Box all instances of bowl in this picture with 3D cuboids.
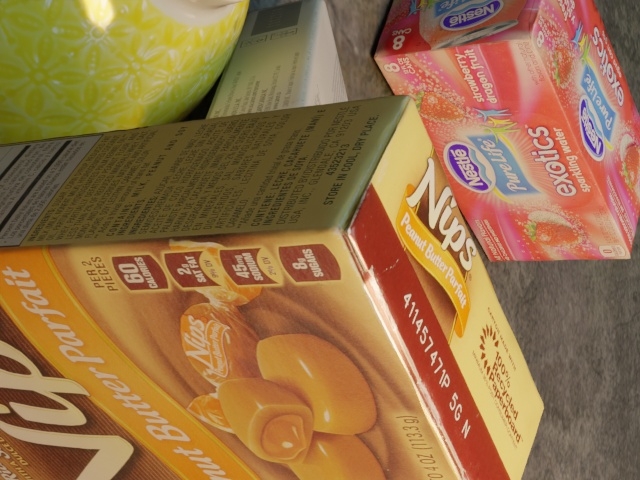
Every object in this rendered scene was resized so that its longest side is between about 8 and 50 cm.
[{"bbox_3d":[-0.115,-0.178,0.710,0.289,0.156,0.289,10,78,-58],"label":"bowl"}]

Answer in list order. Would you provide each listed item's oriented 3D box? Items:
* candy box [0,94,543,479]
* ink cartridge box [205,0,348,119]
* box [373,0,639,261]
[{"bbox_3d":[-0.079,0.044,0.594,0.183,0.316,0.087,63,37,-33],"label":"candy box"},{"bbox_3d":[0.000,0.000,0.853,0.296,0.066,0.261,-84,161,-67],"label":"ink cartridge box"},{"bbox_3d":[0.187,-0.122,1.202,0.300,0.154,0.142,56,44,-42],"label":"box"}]
